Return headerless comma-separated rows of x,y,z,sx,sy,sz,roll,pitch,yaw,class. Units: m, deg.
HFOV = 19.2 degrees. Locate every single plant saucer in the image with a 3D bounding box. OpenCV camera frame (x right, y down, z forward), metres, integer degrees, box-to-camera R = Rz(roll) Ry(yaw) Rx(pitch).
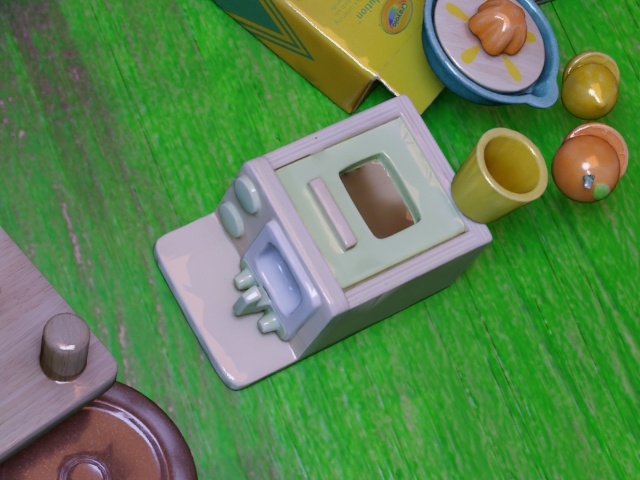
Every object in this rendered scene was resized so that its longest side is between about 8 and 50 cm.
-0.191,0.197,1.515,0.199,0.036,0.198,6,67,-14,plant saucer

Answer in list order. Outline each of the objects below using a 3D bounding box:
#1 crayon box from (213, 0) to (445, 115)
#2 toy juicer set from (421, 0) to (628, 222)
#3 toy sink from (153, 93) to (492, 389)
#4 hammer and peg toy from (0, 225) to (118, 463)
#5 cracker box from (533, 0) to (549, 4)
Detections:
0.012,-0.261,1.738,0.318,0.081,0.202,41,62,2,crayon box
0.174,-0.175,1.642,0.209,0.089,0.329,-4,65,-32,toy juicer set
0.000,0.000,1.600,0.234,0.131,0.153,-24,77,-24,toy sink
-0.370,0.101,1.423,0.361,0.127,0.266,-33,70,-27,hammer and peg toy
0.266,-0.332,1.854,0.232,0.067,0.155,-19,75,-23,cracker box
